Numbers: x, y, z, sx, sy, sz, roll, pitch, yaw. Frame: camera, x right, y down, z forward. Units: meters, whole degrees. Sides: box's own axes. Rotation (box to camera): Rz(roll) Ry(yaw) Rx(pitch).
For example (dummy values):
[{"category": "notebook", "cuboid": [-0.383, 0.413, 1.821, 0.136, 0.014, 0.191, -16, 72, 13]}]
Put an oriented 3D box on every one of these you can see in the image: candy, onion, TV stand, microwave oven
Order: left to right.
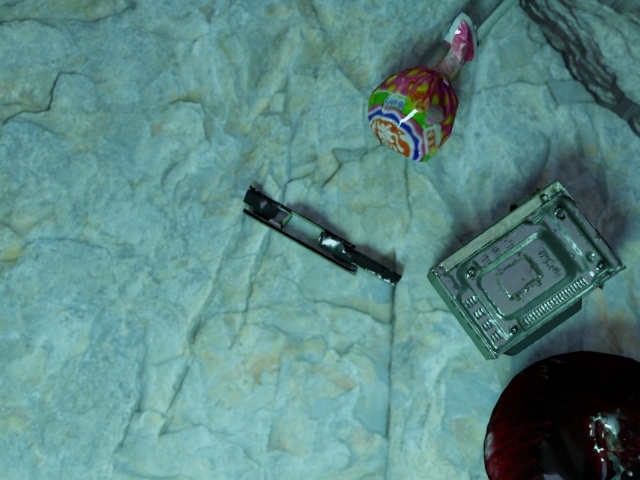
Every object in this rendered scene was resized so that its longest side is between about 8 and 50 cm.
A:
[{"category": "TV stand", "cuboid": [0.000, 0.000, 1.119, 0.249, 0.036, 0.042, 29, 83, 9]}, {"category": "candy", "cuboid": [0.207, -0.267, 1.127, 0.124, 0.124, 0.365, 40, 78, 10]}, {"category": "microwave oven", "cuboid": [0.265, 0.042, 1.043, 0.205, 0.129, 0.163, -36, 78, -1]}, {"category": "onion", "cuboid": [0.333, 0.244, 0.938, 0.273, 0.285, 0.273, -4, 58, 7]}]
